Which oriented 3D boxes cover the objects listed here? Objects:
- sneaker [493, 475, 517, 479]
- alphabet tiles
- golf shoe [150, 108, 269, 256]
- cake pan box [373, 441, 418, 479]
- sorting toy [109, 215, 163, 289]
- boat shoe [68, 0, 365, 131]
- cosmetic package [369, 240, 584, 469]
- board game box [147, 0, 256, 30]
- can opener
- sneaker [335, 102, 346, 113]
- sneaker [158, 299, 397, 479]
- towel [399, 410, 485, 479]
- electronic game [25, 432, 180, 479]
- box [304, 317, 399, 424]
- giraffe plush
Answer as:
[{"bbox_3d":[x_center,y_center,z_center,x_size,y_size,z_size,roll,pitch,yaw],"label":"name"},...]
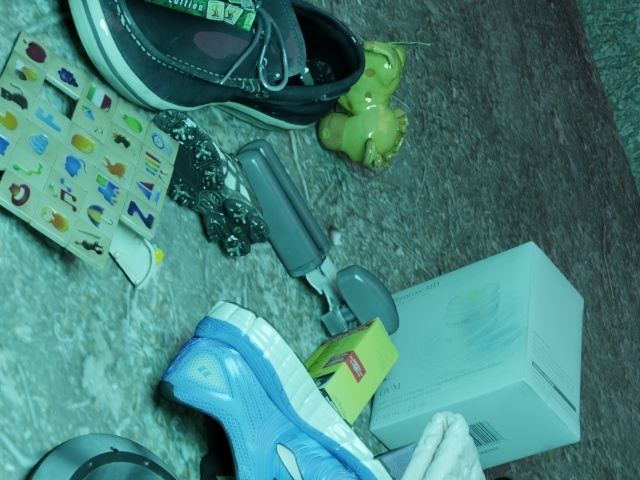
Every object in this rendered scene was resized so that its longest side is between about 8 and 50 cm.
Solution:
[{"bbox_3d":[0.219,0.363,1.888,0.083,0.084,0.215,54,26,-13],"label":"sneaker"},{"bbox_3d":[-0.232,-0.079,1.395,0.198,0.009,0.237,36,34,-21],"label":"alphabet tiles"},{"bbox_3d":[-0.128,-0.073,1.607,0.198,0.077,0.094,58,13,-32],"label":"golf shoe"},{"bbox_3d":[0.088,0.371,1.624,0.246,0.070,0.266,-10,77,-64],"label":"cake pan box"},{"bbox_3d":[-0.188,-0.006,1.454,0.083,0.045,0.075,56,6,-21],"label":"sorting toy"},{"bbox_3d":[-0.107,-0.236,1.690,0.500,0.156,0.186,10,59,-60],"label":"boat shoe"},{"bbox_3d":[0.198,0.152,1.825,0.138,0.224,0.224,46,37,-31],"label":"cosmetic package"},{"bbox_3d":[-0.195,-0.294,1.516,0.260,0.030,0.136,14,32,-17],"label":"board game box"},{"bbox_3d":[0.000,0.000,1.758,0.283,0.095,0.076,60,23,-14],"label":"can opener"},{"bbox_3d":[0.049,-0.227,2.123,0.054,0.061,0.152,27,42,-52],"label":"sneaker"},{"bbox_3d":[-0.039,0.218,1.429,0.330,0.147,0.130,51,-14,-16],"label":"sneaker"},{"bbox_3d":[0.110,0.388,1.432,0.317,0.053,0.332,-59,143,-40],"label":"towel"},{"bbox_3d":[-0.165,0.271,1.212,0.229,0.048,0.229,35,42,-39],"label":"electronic game"},{"bbox_3d":[0.014,0.162,1.645,0.058,0.087,0.232,62,25,-6],"label":"box"},{"bbox_3d":[0.057,-0.184,1.992,0.181,0.210,0.170,-5,99,-49],"label":"giraffe plush"}]
